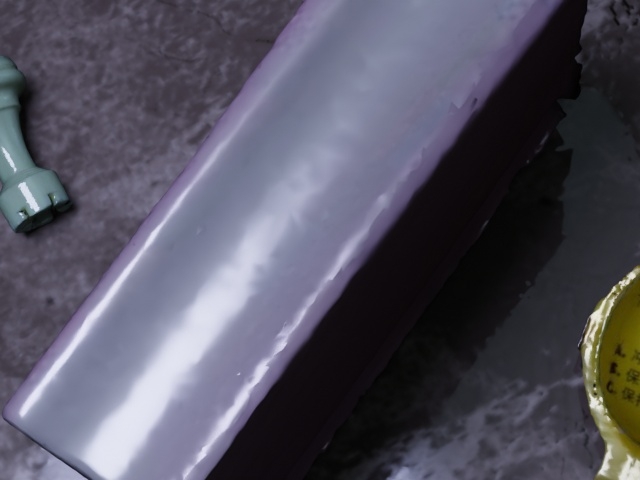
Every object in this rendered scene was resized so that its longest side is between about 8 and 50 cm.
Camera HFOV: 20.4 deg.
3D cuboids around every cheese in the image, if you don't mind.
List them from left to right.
[{"bbox_3d":[0.214,0.109,1.032,0.157,0.064,0.250,23,87,13],"label":"cheese"}]

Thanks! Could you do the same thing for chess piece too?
[{"bbox_3d":[-0.200,-0.058,1.124,0.067,0.067,0.103,-30,81,-3],"label":"chess piece"}]

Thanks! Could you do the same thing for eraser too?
[{"bbox_3d":[0.000,0.000,0.975,0.122,0.272,0.359,33,80,13],"label":"eraser"}]
